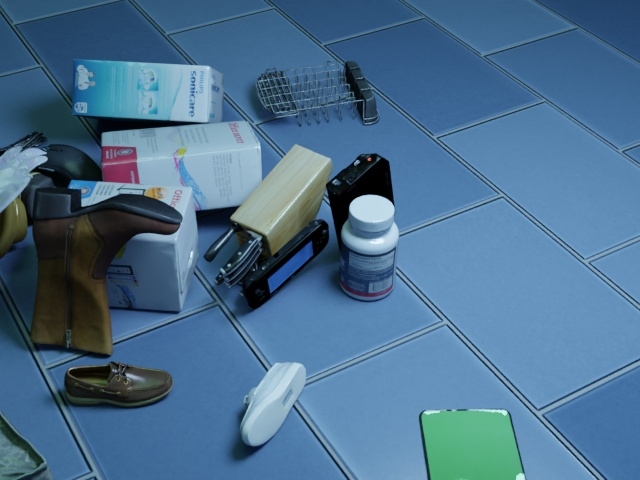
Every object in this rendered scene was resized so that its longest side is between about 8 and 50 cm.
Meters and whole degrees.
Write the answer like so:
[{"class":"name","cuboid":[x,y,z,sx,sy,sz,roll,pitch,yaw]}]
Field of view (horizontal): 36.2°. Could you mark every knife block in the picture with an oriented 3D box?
[{"class":"knife block","cuboid":[-0.104,-0.036,1.806,0.088,0.275,0.242,25,15,25]}]

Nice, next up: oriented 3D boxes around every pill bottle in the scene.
[{"class":"pill bottle","cuboid":[0.089,0.011,1.790,0.108,0.180,0.108,1,39,-1]}]

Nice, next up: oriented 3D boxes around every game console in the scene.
[{"class":"game console","cuboid":[0.000,0.000,1.810,0.361,0.213,0.044,-41,60,-17]}]

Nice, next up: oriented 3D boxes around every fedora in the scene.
[{"class":"fedora","cuboid":[-0.623,-0.043,1.888,0.194,0.194,0.079,34,14,34]}]

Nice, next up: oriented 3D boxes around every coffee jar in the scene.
[{"class":"coffee jar","cuboid":[-0.626,-0.104,1.975,0.184,0.096,0.079,17,32,18]}]

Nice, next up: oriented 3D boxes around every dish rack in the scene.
[{"class":"dish rack","cuboid":[-0.012,-0.343,2.307,0.271,0.074,0.208,-9,39,-10]}]

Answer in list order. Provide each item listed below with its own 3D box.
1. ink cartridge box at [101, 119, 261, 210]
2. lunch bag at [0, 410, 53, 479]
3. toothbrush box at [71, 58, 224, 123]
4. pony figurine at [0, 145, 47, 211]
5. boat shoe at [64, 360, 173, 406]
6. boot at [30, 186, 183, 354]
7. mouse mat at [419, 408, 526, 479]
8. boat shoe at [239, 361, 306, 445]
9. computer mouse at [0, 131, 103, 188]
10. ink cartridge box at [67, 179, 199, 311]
[{"class":"ink cartridge box","cuboid":[-0.282,-0.146,1.971,0.306,0.131,0.226,-5,22,-9]},{"class":"lunch bag","cuboid":[-0.487,0.326,1.349,0.169,0.235,0.287,-31,49,-29]},{"class":"toothbrush box","cuboid":[-0.373,-0.323,2.155,0.295,0.126,0.216,2,5,2]},{"class":"pony figurine","cuboid":[-0.687,-0.077,1.689,0.351,0.363,0.303,-58,32,-9]},{"class":"boat shoe","cuboid":[-0.332,0.232,1.605,0.178,0.060,0.064,-2,40,-4]},{"class":"boot","cuboid":[-0.364,0.062,1.643,0.264,0.280,0.096,4,13,2]},{"class":"mouse mat","cuboid":[0.239,0.338,1.536,0.153,0.007,0.189,0,38,-2]},{"class":"boat shoe","cuboid":[-0.089,0.258,1.582,0.063,0.066,0.184,6,40,28]},{"class":"computer mouse","cuboid":[-0.598,-0.162,2.076,0.262,0.060,0.184,29,46,30]},{"class":"ink cartridge box","cuboid":[-0.353,0.007,1.791,0.233,0.168,0.171,3,38,3]}]
